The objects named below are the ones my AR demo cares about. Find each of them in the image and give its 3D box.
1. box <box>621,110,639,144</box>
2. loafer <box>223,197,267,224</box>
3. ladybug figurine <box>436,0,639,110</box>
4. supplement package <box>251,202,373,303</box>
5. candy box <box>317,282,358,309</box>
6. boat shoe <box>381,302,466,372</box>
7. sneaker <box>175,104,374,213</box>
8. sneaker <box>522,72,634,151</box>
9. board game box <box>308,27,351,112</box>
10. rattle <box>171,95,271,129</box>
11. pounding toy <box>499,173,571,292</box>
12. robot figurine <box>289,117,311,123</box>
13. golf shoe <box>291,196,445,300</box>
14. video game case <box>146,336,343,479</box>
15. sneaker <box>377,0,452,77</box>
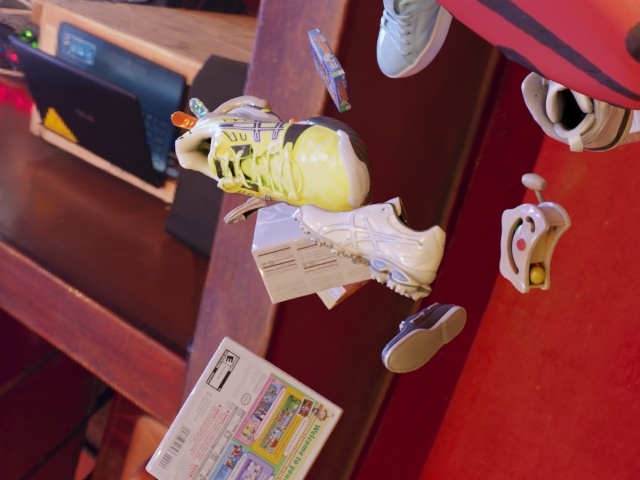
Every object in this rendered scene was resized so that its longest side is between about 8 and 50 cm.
[{"bbox_3d":[0.638,-0.246,1.513,0.137,0.126,0.072,-11,82,27],"label":"box"},{"bbox_3d":[-0.195,-0.073,1.906,0.125,0.045,0.039,-35,74,11],"label":"loafer"},{"bbox_3d":[0.168,-0.239,0.526,0.449,0.305,0.162,42,89,20],"label":"ladybug figurine"},{"bbox_3d":[0.000,0.000,1.623,0.261,0.204,0.145,-14,117,8],"label":"supplement package"},{"bbox_3d":[0.092,0.086,2.023,0.087,0.183,0.316,52,166,7],"label":"candy box"},{"bbox_3d":[0.173,0.168,1.297,0.065,0.206,0.075,20,126,44],"label":"boat shoe"},{"bbox_3d":[-0.072,-0.104,1.065,0.384,0.147,0.145,18,125,51],"label":"sneaker"},{"bbox_3d":[0.422,-0.319,1.206,0.137,0.210,0.366,-6,99,36],"label":"sneaker"},{"bbox_3d":[0.025,-0.466,2.002,0.035,0.136,0.201,-22,57,-4],"label":"board game box"},{"bbox_3d":[-0.168,-0.198,1.395,0.199,0.143,0.130,-3,67,31],"label":"rattle"},{"bbox_3d":[0.531,-0.017,1.722,0.154,0.154,0.270,-155,63,-63],"label":"pounding toy"},{"bbox_3d":[-0.006,-0.264,2.089,0.219,0.158,0.128,33,143,-5],"label":"robot figurine"},{"bbox_3d":[0.053,-0.011,0.761,0.176,0.069,0.086,29,95,28],"label":"golf shoe"},{"bbox_3d":[-0.103,0.270,0.990,0.193,0.023,0.212,30,85,14],"label":"video game case"},{"bbox_3d":[0.141,-0.406,1.194,0.135,0.150,0.366,60,150,24],"label":"sneaker"}]
